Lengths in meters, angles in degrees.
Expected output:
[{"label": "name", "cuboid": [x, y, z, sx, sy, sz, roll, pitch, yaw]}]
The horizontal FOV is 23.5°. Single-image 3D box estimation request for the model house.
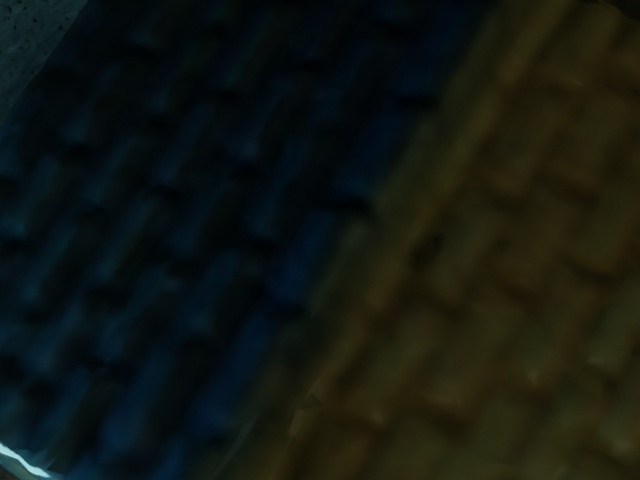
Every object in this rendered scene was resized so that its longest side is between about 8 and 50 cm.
[{"label": "model house", "cuboid": [0.000, 0.000, 0.830, 0.395, 0.400, 0.445, -61, -171, -12]}]
